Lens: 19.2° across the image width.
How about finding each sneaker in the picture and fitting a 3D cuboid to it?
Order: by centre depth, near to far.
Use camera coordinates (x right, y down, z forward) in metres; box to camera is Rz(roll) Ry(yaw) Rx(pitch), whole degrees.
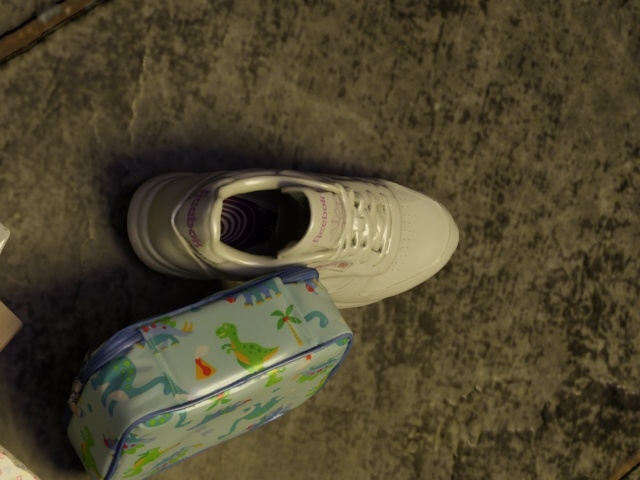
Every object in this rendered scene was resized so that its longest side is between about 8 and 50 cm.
[{"bbox_3d":[0.000,0.000,1.568,0.305,0.152,0.114,1,88,-32],"label":"sneaker"}]

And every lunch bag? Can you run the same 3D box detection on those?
[{"bbox_3d":[-0.094,0.112,1.507,0.219,0.176,0.090,-22,70,-26],"label":"lunch bag"}]

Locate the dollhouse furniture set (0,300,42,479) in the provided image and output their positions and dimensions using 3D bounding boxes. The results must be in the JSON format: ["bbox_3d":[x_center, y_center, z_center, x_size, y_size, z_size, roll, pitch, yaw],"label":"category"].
[{"bbox_3d":[-0.243,0.269,1.421,0.303,0.174,0.355,47,70,-23],"label":"dollhouse furniture set"}]

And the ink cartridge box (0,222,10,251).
[{"bbox_3d":[-0.323,0.039,1.345,0.093,0.212,0.154,29,78,-24],"label":"ink cartridge box"}]
